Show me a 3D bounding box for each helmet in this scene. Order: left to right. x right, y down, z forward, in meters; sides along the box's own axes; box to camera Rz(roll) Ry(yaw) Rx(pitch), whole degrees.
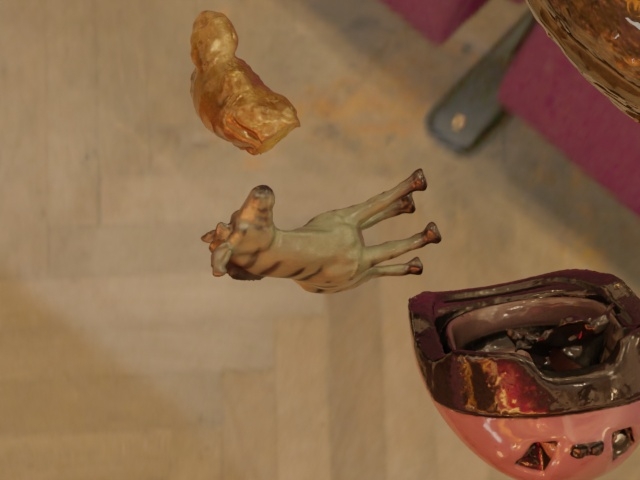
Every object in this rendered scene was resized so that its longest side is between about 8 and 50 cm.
[{"bbox_3d":[0.177,0.114,1.403,0.198,0.253,0.154,-9,94,-10],"label":"helmet"}]

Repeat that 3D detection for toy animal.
[{"bbox_3d":[0.002,0.005,1.343,0.176,0.217,0.073,-16,79,-3],"label":"toy animal"}]

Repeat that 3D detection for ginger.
[{"bbox_3d":[-0.090,-0.140,1.762,0.081,0.115,0.205,9,36,-32],"label":"ginger"}]

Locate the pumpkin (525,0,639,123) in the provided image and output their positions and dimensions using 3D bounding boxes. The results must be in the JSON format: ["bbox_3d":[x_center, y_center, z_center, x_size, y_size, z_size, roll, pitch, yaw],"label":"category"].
[{"bbox_3d":[0.229,-0.162,0.772,0.291,0.328,0.257,-43,66,2],"label":"pumpkin"}]
